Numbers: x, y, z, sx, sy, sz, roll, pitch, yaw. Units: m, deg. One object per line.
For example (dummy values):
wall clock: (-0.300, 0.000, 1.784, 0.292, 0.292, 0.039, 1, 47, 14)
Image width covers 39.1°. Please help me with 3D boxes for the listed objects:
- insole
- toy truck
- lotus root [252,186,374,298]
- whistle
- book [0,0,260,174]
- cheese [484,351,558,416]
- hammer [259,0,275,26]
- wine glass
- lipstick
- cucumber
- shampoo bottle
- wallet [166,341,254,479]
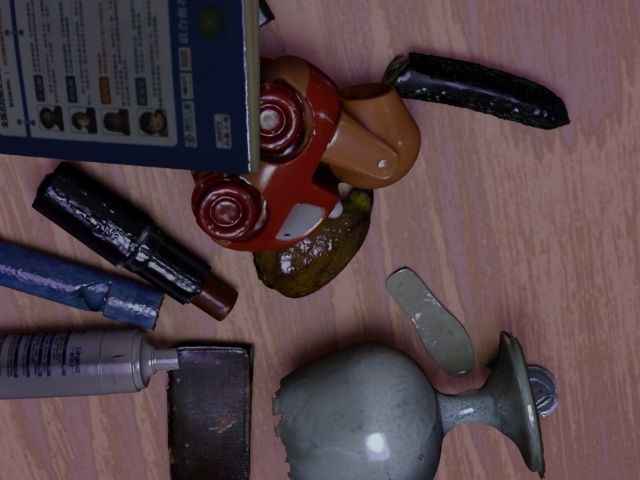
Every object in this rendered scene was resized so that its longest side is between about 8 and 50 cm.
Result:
insole: (0.158, 0.116, 1.266, 0.063, 0.010, 0.192, -35, 107, 10)
toy truck: (-0.019, -0.093, 1.101, 0.239, 0.189, 0.264, 23, 108, -18)
lotus root: (0.000, 0.000, 1.181, 0.191, 0.094, 0.108, -34, 141, 5)
whistle: (-0.360, 0.051, 1.201, 0.304, 0.062, 0.062, 18, 107, -8)
book: (-0.259, -0.232, 1.010, 0.428, 0.039, 0.299, 7, 107, 25)
cheese: (0.294, 0.202, 1.290, 0.067, 0.026, 0.120, -40, 99, 10)
hammer: (0.040, -0.382, 1.076, 0.366, 0.043, 0.111, -28, 107, 6)
wine glass: (0.111, 0.237, 1.186, 0.323, 0.238, 0.237, -14, 109, 4)
lipstick: (-0.235, 0.009, 1.180, 0.300, 0.081, 0.081, 37, 104, -16)
cucumber: (0.201, -0.189, 1.137, 0.245, 0.067, 0.067, 9, 108, -7)
shampoo bottle: (-0.342, 0.167, 1.221, 0.304, 0.092, 0.092, -3, 109, 0)
wallet: (-0.158, 0.251, 1.289, 0.122, 0.031, 0.232, 2, 107, -1)
